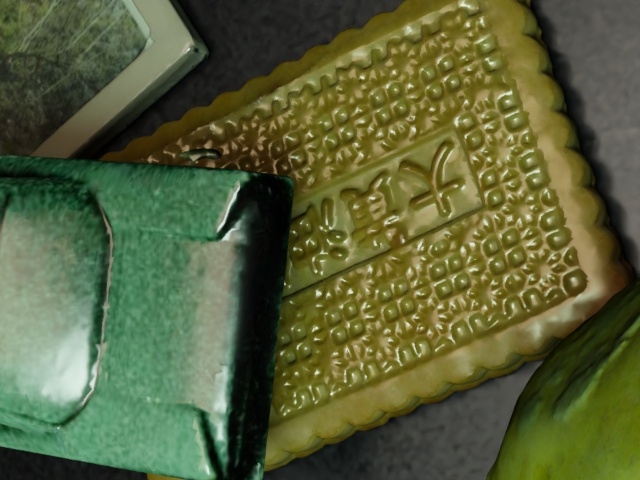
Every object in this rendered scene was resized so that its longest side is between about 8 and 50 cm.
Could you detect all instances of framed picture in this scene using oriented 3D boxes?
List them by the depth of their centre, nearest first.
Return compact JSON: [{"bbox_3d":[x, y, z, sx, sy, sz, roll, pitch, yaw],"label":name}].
[{"bbox_3d":[-0.219,-0.147,0.949,0.240,0.020,0.324,-38,69,19],"label":"framed picture"}]

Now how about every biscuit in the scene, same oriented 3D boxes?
[{"bbox_3d":[0.000,0.000,0.811,0.254,0.029,0.172,-25,74,24],"label":"biscuit"}]

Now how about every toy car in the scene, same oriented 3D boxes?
[{"bbox_3d":[-0.160,0.020,0.826,0.320,0.097,0.141,5,88,32],"label":"toy car"}]

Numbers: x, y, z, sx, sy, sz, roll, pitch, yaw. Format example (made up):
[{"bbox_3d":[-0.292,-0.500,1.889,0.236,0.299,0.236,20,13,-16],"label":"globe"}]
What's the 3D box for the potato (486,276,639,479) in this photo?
[{"bbox_3d":[0.183,0.086,0.578,0.304,0.215,0.216,-21,74,45],"label":"potato"}]
